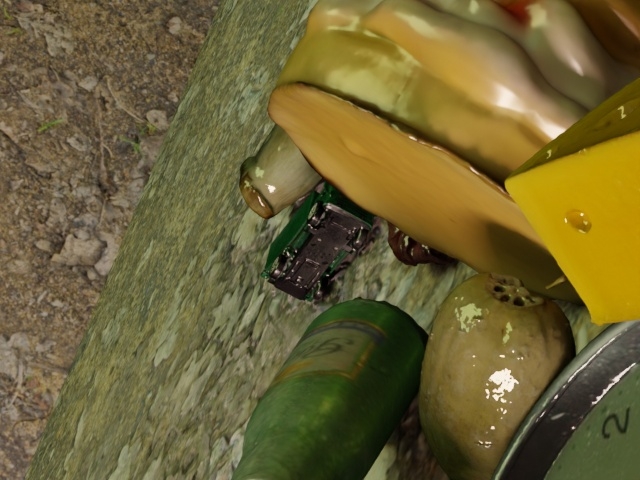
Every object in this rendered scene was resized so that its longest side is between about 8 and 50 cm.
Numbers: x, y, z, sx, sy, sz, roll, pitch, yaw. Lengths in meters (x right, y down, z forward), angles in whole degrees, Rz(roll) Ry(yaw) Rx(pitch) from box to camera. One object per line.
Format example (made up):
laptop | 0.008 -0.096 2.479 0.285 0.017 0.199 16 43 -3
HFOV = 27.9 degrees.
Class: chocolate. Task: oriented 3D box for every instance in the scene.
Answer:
chocolate | 0.000 0.129 0.900 0.110 0.110 0.291 -58 -4 20

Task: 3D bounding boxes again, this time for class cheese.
cheese | 0.198 -0.048 0.624 0.171 0.093 0.126 -37 9 -31

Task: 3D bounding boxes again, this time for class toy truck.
toy truck | 0.000 0.000 1.329 0.147 0.065 0.079 -51 17 41

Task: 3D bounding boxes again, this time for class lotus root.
lotus root | 0.103 0.099 0.777 0.077 0.090 0.183 -32 -35 -32

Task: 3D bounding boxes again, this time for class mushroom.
mushroom | 0.014 -0.155 1.494 0.333 0.087 0.107 -51 25 27

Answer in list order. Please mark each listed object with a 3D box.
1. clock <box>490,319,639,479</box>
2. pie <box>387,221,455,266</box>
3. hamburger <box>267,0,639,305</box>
clock | 0.159 0.168 0.589 0.319 0.066 0.319 -56 18 29
pie | 0.129 -0.078 1.076 0.219 0.054 0.204 -37 31 61
hamburger | 0.126 -0.108 0.800 0.237 0.276 0.276 -55 15 -9
